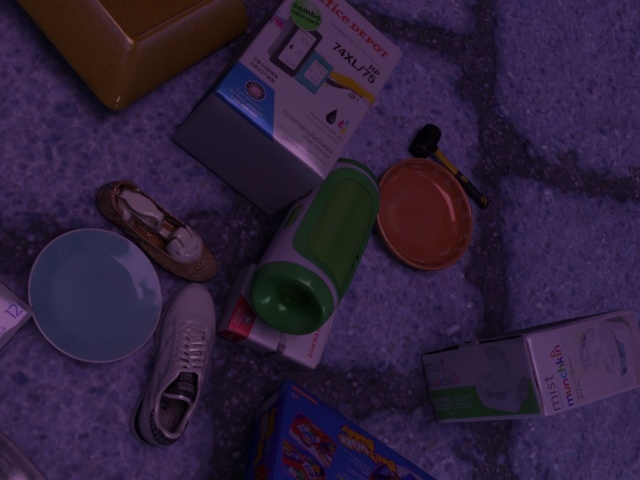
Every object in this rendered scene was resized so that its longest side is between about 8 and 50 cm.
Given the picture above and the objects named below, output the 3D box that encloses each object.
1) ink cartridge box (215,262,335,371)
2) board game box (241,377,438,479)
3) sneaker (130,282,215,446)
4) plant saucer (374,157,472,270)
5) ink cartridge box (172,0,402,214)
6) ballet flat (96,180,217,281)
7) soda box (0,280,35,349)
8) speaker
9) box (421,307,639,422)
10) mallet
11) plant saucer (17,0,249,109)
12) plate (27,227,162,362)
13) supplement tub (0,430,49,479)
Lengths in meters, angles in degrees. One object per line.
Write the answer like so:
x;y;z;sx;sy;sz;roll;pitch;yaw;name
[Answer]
-0.065;0.118;1.185;0.150;0.063;0.109;28;65;-19;ink cartridge box
0.054;0.377;1.100;0.347;0.078;0.233;37;26;-14;board game box
-0.186;0.168;1.091;0.090;0.095;0.235;19;67;-21;sneaker
0.172;-0.043;1.369;0.200;0.037;0.199;7;74;-25;plant saucer
-0.049;-0.220;1.205;0.198;0.197;0.270;38;62;-15;ink cartridge box
-0.227;-0.013;1.132;0.206;0.067;0.073;35;62;-16;ballet flat
-0.475;0.166;0.937;0.091;0.098;0.286;44;62;-11;soda box
0.000;0.000;1.168;0.131;0.131;0.296;41;40;-13;speaker
0.334;0.199;1.260;0.231;0.262;0.126;-9;81;-30;box
0.234;-0.121;1.426;0.189;0.039;0.062;50;59;-12;mallet
-0.285;-0.403;1.163;0.333;0.081;0.333;51;50;-8;plant saucer
-0.306;0.075;1.080;0.188;0.024;0.188;15;64;-33;plate
-0.436;0.361;0.850;0.193;0.193;0.316;50;60;-8;supplement tub
